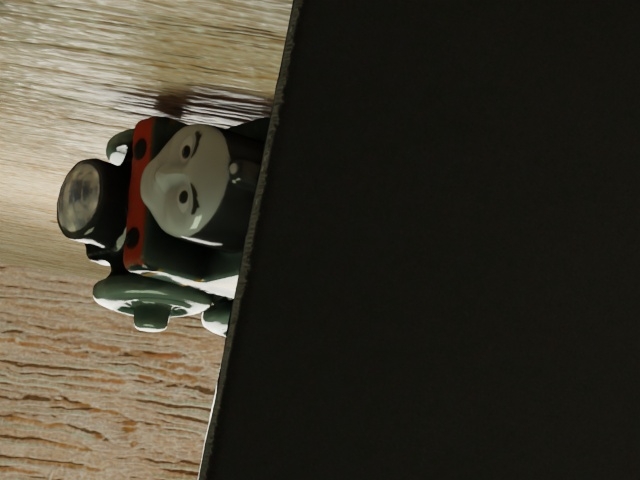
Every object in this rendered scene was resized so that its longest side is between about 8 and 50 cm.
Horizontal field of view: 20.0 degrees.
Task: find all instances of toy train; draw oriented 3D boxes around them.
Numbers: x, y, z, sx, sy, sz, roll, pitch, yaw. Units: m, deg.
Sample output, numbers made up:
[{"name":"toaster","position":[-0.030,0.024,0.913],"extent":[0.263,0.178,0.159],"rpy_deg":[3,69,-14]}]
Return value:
[{"name":"toy train","position":[0.000,0.000,1.175],"extent":[0.334,0.142,0.190],"rpy_deg":[18,158,-39]}]

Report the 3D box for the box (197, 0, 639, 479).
[{"name":"box","position":[0.055,0.045,0.689],"extent":[0.182,0.296,0.294],"rpy_deg":[11,174,0]}]
